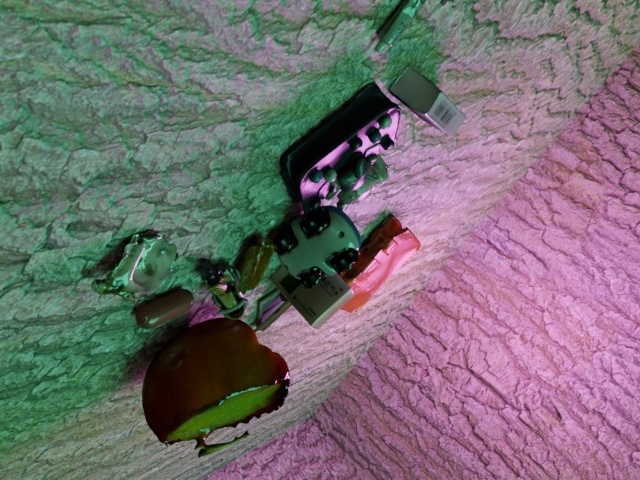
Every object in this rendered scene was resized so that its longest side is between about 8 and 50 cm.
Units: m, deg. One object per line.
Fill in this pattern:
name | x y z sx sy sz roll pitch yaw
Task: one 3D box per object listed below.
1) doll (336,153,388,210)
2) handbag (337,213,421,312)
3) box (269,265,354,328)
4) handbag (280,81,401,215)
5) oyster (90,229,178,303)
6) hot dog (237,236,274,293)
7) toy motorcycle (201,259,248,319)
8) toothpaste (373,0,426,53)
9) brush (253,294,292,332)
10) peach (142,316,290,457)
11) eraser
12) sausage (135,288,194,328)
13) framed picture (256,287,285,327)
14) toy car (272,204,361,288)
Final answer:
doll | 0.113 -0.166 1.818 0.192 0.095 0.149 -37 162 -26
handbag | 0.190 0.098 2.472 0.410 0.116 0.303 -46 157 4
box | -0.025 0.143 1.993 0.168 0.212 0.095 -43 159 -2
handbag | 0.062 -0.209 1.614 0.326 0.118 0.269 -38 160 -9
oyster | -0.396 0.057 1.339 0.191 0.081 0.163 -16 119 -54
hot dog | -0.186 0.065 1.754 0.092 0.062 0.235 -25 156 -40
toy motorcycle | -0.248 0.132 1.668 0.094 0.129 0.229 -23 159 0
toothpaste | 0.190 -0.499 1.389 0.218 0.041 0.064 -51 153 10
brush | -0.130 0.215 2.140 0.282 0.048 0.054 -45 158 25
peach | -0.301 0.390 1.807 0.406 0.310 0.335 -28 146 -3
eraser | 0.295 -0.365 1.720 0.086 0.130 0.287 -53 157 13
sausage | -0.385 0.169 1.580 0.154 0.062 0.062 -26 153 -42
framed picture | -0.102 0.180 2.207 0.289 0.016 0.213 -34 158 -25
toy car | 0.000 0.000 1.786 0.255 0.188 0.190 -33 -168 35
